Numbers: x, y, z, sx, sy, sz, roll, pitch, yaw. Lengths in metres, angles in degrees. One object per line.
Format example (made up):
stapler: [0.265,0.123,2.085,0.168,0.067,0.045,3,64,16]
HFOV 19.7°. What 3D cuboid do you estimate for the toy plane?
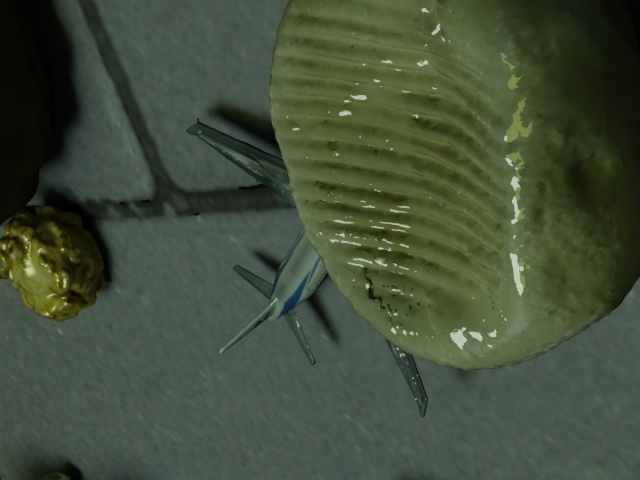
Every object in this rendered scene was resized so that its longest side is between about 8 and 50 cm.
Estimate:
toy plane: [0.002,-0.001,1.065,0.226,0.058,0.226,50,140,11]

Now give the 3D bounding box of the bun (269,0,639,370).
bun: [0.079,-0.051,0.878,0.231,0.133,0.231,25,123,47]

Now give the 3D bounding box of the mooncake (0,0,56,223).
mooncake: [-0.310,-0.108,1.225,0.290,0.161,0.290,28,135,31]

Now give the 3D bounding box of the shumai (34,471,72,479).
shumai: [-0.203,0.256,1.437,0.153,0.161,0.209,63,-174,36]

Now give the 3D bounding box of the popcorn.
popcorn: [-0.188,0.017,1.283,0.082,0.057,0.083,48,140,-4]
